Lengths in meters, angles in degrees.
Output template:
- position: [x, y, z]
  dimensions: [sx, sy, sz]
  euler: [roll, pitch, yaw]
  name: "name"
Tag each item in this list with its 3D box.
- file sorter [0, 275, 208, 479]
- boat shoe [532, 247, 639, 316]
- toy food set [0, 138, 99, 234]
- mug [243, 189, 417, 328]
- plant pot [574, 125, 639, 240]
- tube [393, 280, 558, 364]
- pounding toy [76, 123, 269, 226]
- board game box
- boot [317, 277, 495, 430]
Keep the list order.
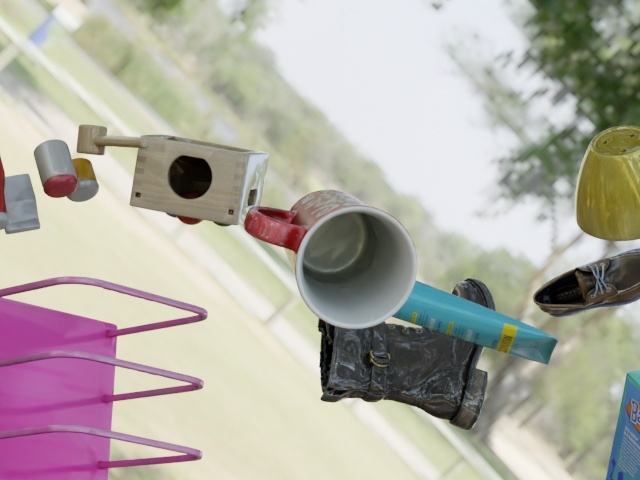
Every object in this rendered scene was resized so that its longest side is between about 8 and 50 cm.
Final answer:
- position: [-0.226, 0.193, 1.554]
  dimensions: [0.182, 0.291, 0.202]
  euler: [-12, -20, 41]
  name: "file sorter"
- position: [0.361, 0.059, 2.188]
  dimensions: [0.066, 0.183, 0.066]
  euler: [6, 63, -53]
  name: "boat shoe"
- position: [-0.348, -0.033, 1.827]
  dimensions: [0.111, 0.232, 0.104]
  euler: [112, -37, -57]
  name: "toy food set"
- position: [0.009, -0.005, 1.584]
  dimensions: [0.150, 0.113, 0.169]
  euler: [49, 1, -14]
  name: "mug"
- position: [0.354, -0.075, 1.941]
  dimensions: [0.134, 0.134, 0.095]
  euler: [50, -20, 56]
  name: "plant pot"
- position: [0.184, 0.099, 2.025]
  dimensions: [0.207, 0.052, 0.080]
  euler: [19, -19, 6]
  name: "tube"
- position: [-0.180, -0.071, 1.898]
  dimensions: [0.206, 0.094, 0.181]
  euler: [10, 5, 8]
  name: "pounding toy"
- position: [0.388, 0.274, 1.887]
  dimensions: [0.160, 0.047, 0.210]
  euler: [-131, -140, -52]
  name: "board game box"
- position: [0.109, 0.126, 2.228]
  dimensions: [0.229, 0.091, 0.263]
  euler: [17, 46, -10]
  name: "boot"
